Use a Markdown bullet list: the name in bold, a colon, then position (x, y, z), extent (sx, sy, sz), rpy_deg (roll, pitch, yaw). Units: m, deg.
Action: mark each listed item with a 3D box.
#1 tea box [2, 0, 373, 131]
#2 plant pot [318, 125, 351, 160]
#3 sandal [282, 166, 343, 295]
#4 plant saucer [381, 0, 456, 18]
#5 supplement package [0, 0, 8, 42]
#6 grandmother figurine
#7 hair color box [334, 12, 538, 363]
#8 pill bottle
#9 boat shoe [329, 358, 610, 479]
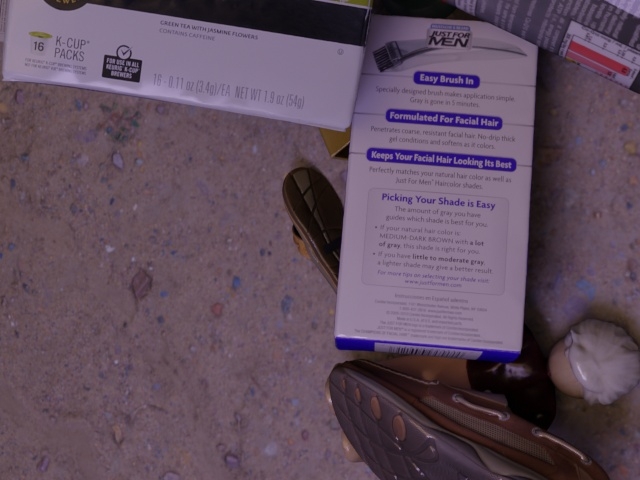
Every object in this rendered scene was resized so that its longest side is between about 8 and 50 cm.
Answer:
- **tea box**: position (-0.115, -0.293, 1.126), extent (0.329, 0.220, 0.324), rpy_deg (7, 98, -6)
- **plant pot**: position (0.040, -0.147, 1.313), extent (0.081, 0.081, 0.083), rpy_deg (-39, 70, 25)
- **sandal**: position (0.000, 0.000, 1.359), extent (0.049, 0.072, 0.180), rpy_deg (-32, 83, 48)
- **plant saucer**: position (0.111, -0.302, 1.293), extent (0.119, 0.021, 0.119), rpy_deg (2, 95, 27)
- **supplement package**: position (-0.241, -0.314, 1.378), extent (0.262, 0.199, 0.198), rpy_deg (13, 100, 27)
- **grandmother figurine**: position (0.177, 0.152, 1.258), extent (0.342, 0.104, 0.208), rpy_deg (-14, 110, 25)
- **hair color box**: position (0.117, -0.053, 1.179), extent (0.185, 0.110, 0.339), rpy_deg (5, 80, 3)
- **pill bottle**: position (0.287, -0.258, 1.072), extent (0.363, 0.210, 0.210), rpy_deg (28, 107, 9)
- **boat shoe**: position (0.147, 0.209, 1.174), extent (0.324, 0.116, 0.123), rpy_deg (30, 135, 34)
